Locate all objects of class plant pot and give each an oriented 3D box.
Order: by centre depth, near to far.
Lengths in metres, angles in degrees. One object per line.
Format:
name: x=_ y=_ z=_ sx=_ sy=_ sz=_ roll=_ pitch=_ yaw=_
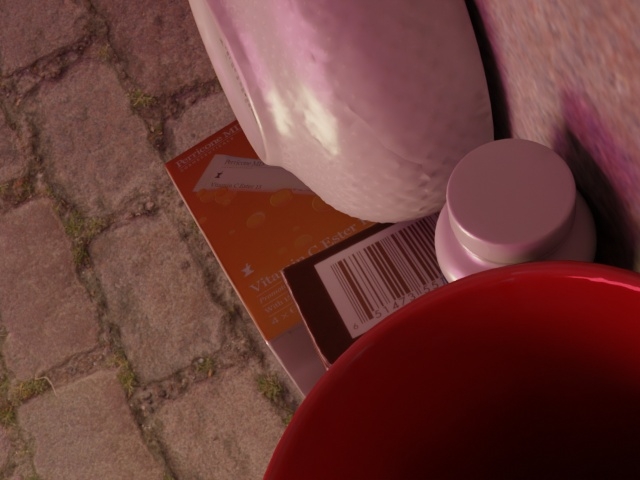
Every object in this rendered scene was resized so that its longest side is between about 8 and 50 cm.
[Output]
plant pot: x=0.135 y=0.188 z=0.507 sx=0.243 sy=0.275 sz=0.275 roll=51 pitch=-173 yaw=-42

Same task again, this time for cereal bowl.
cereal bowl: x=-0.010 y=-0.159 z=0.737 sx=0.339 sy=0.141 sz=0.339 roll=156 pitch=90 yaw=-83

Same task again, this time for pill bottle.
pill bottle: x=0.120 y=0.014 z=0.593 sx=0.094 sy=0.094 sz=0.169 roll=62 pitch=178 yaw=32

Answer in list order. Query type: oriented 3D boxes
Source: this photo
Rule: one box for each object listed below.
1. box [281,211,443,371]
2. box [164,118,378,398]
box: x=0.125 y=0.151 z=0.887 sx=0.381 sy=0.191 sz=0.143 roll=64 pitch=178 yaw=-41
box: x=0.000 y=0.000 z=1.074 sx=0.345 sy=0.215 sz=0.168 roll=53 pitch=174 yaw=48
